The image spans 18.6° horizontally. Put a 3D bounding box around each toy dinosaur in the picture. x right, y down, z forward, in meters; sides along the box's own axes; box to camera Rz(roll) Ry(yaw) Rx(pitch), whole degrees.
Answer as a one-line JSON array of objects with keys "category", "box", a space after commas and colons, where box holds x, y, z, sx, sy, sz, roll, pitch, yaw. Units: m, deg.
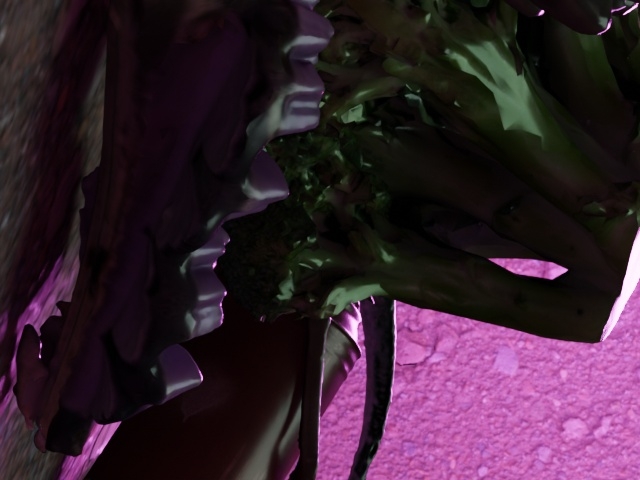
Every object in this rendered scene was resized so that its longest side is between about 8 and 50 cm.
[{"category": "toy dinosaur", "box": [-0.001, -0.010, 1.208, 0.076, 0.129, 0.383, -3, 94, -45]}]

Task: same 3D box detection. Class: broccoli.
[{"category": "broccoli", "box": [0.064, -0.072, 0.931, 0.294, 0.245, 0.265, -56, 173, -15]}]

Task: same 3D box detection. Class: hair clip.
[{"category": "hair clip", "box": [-0.062, -0.026, 0.713, 0.106, 0.085, 0.292, 56, -41, 38]}]

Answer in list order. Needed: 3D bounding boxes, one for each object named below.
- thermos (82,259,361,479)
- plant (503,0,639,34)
[{"category": "thermos", "box": [-0.049, 0.081, 1.018, 0.232, 0.124, 0.099, -59, -165, -14]}, {"category": "plant", "box": [0.031, -0.141, 0.537, 0.129, 0.194, 0.132, -70, 180, -71]}]
